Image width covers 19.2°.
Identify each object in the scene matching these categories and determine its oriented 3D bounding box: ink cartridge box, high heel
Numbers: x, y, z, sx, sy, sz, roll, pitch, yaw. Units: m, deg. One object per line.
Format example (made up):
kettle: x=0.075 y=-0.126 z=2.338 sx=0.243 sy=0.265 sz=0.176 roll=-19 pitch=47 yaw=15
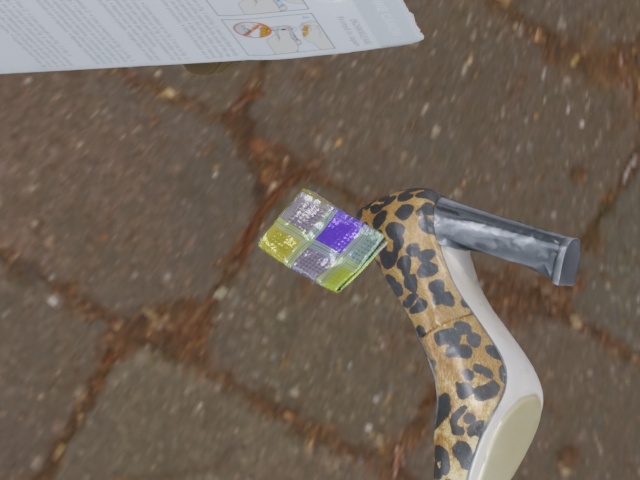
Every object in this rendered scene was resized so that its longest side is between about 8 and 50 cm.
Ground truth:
ink cartridge box: x=-0.067 y=-0.106 z=0.637 sx=0.179 sy=0.145 sz=0.045 roll=-4 pitch=70 yaw=16
high heel: x=0.080 y=0.094 z=1.470 sx=0.186 sy=0.093 sz=0.261 roll=17 pitch=88 yaw=29

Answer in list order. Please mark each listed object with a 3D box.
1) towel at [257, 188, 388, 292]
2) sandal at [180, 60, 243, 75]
towel: x=0.000 y=0.000 z=1.353 sx=0.083 sy=0.060 sz=0.009 roll=33 pitch=159 yaw=33
sandal: x=-0.095 y=-0.157 z=1.320 sx=0.072 sy=0.180 sz=0.049 roll=-34 pitch=68 yaw=29
